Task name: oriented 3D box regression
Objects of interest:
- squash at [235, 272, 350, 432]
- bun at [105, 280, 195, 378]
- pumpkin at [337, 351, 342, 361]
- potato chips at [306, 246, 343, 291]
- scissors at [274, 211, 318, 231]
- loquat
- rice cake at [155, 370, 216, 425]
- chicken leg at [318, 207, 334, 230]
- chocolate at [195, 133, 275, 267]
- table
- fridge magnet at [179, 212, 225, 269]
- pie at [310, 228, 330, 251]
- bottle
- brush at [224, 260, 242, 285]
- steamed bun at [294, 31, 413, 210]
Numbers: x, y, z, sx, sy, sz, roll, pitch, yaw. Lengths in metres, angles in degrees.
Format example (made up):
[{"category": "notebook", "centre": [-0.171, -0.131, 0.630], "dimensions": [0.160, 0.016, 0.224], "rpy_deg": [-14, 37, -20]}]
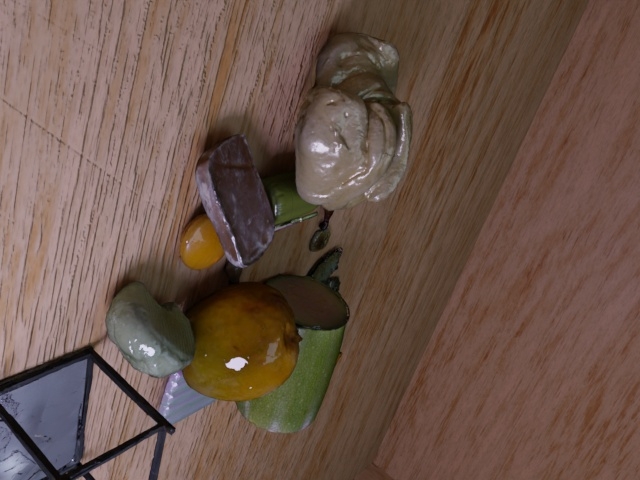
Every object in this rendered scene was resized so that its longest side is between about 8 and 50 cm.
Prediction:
[{"category": "squash", "centre": [-0.081, 0.317, 1.618], "dimensions": [0.263, 0.263, 0.385], "rpy_deg": [-20, 134, -51]}, {"category": "bun", "centre": [-0.352, 0.187, 1.162], "dimensions": [0.126, 0.204, 0.212], "rpy_deg": [-34, 116, 3]}, {"category": "pumpkin", "centre": [-0.009, 0.450, 2.038], "dimensions": [0.183, 0.107, 0.119], "rpy_deg": [-50, 160, -32]}, {"category": "potato chips", "centre": [0.014, 0.127, 1.844], "dimensions": [0.202, 0.029, 0.220], "rpy_deg": [-49, 149, -17]}, {"category": "scissors", "centre": [-0.106, -0.033, 1.418], "dimensions": [0.187, 0.133, 0.020], "rpy_deg": [-23, 95, -34]}, {"category": "loquat", "centre": [-0.188, 0.233, 1.329], "dimensions": [0.283, 0.276, 0.276], "rpy_deg": [-10, 134, -15]}, {"category": "rice cake", "centre": [-0.317, 0.365, 1.453], "dimensions": [0.198, 0.037, 0.189], "rpy_deg": [-7, 118, -57]}, {"category": "chicken leg", "centre": [0.049, -0.128, 1.615], "dimensions": [0.219, 0.048, 0.089], "rpy_deg": [-61, 150, 4]}, {"category": "chocolate", "centre": [-0.185, -0.078, 1.178], "dimensions": [0.157, 0.080, 0.254], "rpy_deg": [-54, 134, -49]}, {"category": "table", "centre": [-0.466, 0.438, 1.083], "dimensions": [0.222, 0.272, 0.335], "rpy_deg": [-20, 134, -51]}, {"category": "fridge magnet", "centre": [-0.245, -0.002, 1.236], "dimensions": [0.143, 0.063, 0.143], "rpy_deg": [-37, 144, -33]}, {"category": "pie", "centre": [0.000, 0.000, 1.693], "dimensions": [0.084, 0.020, 0.084], "rpy_deg": [-39, 147, -32]}, {"category": "bottle", "centre": [-0.058, -0.113, 1.383], "dimensions": [0.260, 0.112, 0.112], "rpy_deg": [-23, 136, -49]}, {"category": "brush", "centre": [-0.222, 0.155, 1.472], "dimensions": [0.042, 0.039, 0.299], "rpy_deg": [-32, 146, -36]}, {"category": "steamed bun", "centre": [0.085, -0.254, 1.289], "dimensions": [0.325, 0.230, 0.372], "rpy_deg": [58, 46, -55]}]
